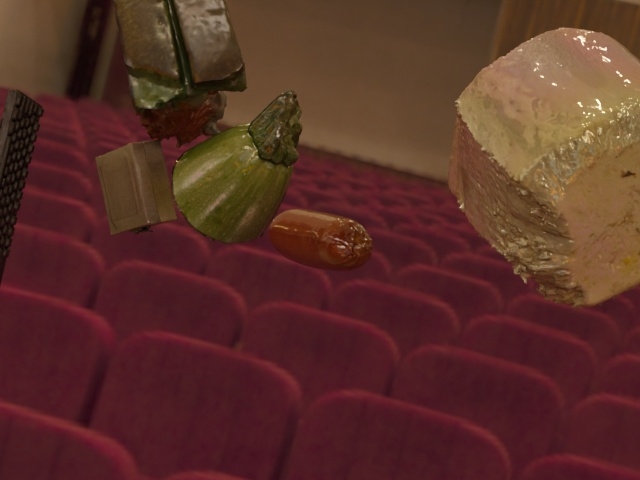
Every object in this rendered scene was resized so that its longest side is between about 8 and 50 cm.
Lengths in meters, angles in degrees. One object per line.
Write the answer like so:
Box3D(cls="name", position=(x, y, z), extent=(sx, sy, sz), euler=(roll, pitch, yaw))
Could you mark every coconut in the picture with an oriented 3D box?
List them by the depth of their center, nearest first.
Box3D(cls="coconut", position=(0.298, -0.091, 1.512), extent=(0.297, 0.297, 0.309), euler=(13, 24, -27))

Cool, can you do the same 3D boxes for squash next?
Box3D(cls="squash", position=(-0.054, -0.069, 1.099), extent=(0.105, 0.105, 0.132), euler=(13, -33, -31))

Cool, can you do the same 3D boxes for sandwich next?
Box3D(cls="sandwich", position=(-0.127, -0.190, 1.163), extent=(0.109, 0.185, 0.160), euler=(-11, -13, 0))

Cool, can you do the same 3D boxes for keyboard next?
Box3D(cls="keyboard", position=(-0.249, -0.012, 0.979), extent=(0.013, 0.204, 0.061), euler=(11, -6, 8))

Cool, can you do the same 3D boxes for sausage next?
Box3D(cls="sausage", position=(0.000, 0.000, 1.612), extent=(0.076, 0.076, 0.197), euler=(13, -1, -29))

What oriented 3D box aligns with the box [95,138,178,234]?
Box3D(cls="box", position=(-0.175, -0.048, 1.209), extent=(0.035, 0.083, 0.079), euler=(-12, 1, -36))
